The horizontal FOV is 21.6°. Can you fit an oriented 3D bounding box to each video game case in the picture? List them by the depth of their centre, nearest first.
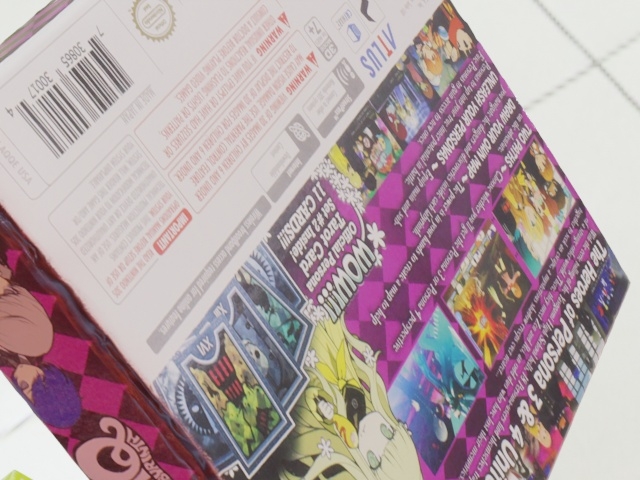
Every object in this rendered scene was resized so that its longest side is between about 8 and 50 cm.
[{"bbox_3d":[0.000,0.000,0.501,0.042,0.210,0.232,-25,19,36],"label":"video game case"}]

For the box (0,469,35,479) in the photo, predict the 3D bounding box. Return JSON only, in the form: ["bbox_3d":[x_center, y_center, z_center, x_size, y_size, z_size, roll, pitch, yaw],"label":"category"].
[{"bbox_3d":[-0.212,0.210,0.913,0.178,0.042,0.109,-38,29,34],"label":"box"}]
